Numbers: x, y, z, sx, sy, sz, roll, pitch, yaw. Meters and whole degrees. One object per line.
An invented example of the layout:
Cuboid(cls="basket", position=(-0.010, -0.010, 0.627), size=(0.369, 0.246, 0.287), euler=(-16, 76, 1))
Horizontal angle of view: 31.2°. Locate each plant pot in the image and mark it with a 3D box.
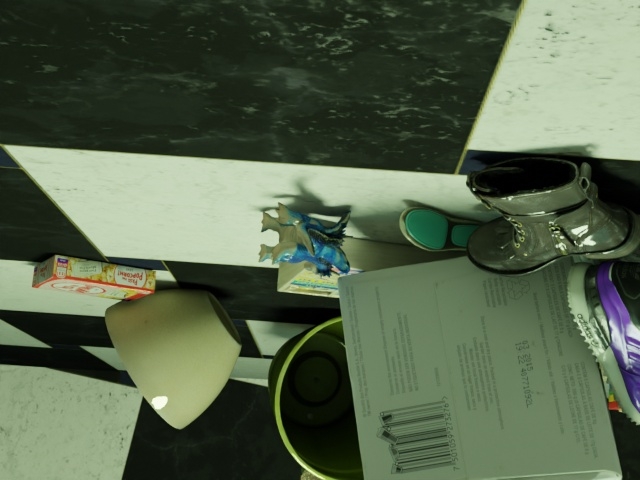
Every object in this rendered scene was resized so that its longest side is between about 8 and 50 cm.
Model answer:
Cuboid(cls="plant pot", position=(-0.271, 0.204, 2.284), size=(0.191, 0.284, 0.284), euler=(-33, 163, 2))
Cuboid(cls="plant pot", position=(0.035, 0.336, 2.588), size=(0.366, 0.366, 0.353), euler=(8, 178, -15))

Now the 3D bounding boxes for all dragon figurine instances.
Cuboid(cls="dragon figurine", position=(0.000, 0.000, 1.584), size=(0.144, 0.085, 0.289), euler=(6, 172, -15))

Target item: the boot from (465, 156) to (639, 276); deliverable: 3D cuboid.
Cuboid(cls="boot", position=(0.245, -0.038, 1.388), size=(0.263, 0.091, 0.229), euler=(-11, 155, 38))

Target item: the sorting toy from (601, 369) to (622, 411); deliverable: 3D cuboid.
Cuboid(cls="sorting toy", position=(0.728, 0.304, 2.337), size=(0.257, 0.089, 0.255), euler=(5, 167, -8))

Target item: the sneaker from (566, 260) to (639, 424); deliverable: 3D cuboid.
Cuboid(cls="sneaker", position=(0.440, 0.138, 1.473), size=(0.146, 0.102, 0.293), euler=(-13, 127, 37))

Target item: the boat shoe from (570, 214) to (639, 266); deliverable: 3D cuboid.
Cuboid(cls="boat shoe", position=(0.493, 0.025, 1.490), size=(0.320, 0.118, 0.103), euler=(11, 157, 6))

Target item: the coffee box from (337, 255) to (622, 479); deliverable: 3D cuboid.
Cuboid(cls="coffee box", position=(0.243, 0.227, 1.682), size=(0.338, 0.337, 0.334), euler=(-11, 159, 12))

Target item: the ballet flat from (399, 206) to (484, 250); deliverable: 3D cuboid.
Cuboid(cls="ballet flat", position=(0.162, -0.010, 1.572), size=(0.168, 0.057, 0.052), euler=(14, 174, -35))

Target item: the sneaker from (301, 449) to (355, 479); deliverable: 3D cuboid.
Cuboid(cls="sneaker", position=(0.049, 0.508, 2.618), size=(0.192, 0.064, 0.086), euler=(-7, -152, -1))

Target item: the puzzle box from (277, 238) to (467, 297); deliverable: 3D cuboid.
Cuboid(cls="puzzle box", position=(0.152, 0.063, 1.901), size=(0.409, 0.052, 0.272), euler=(7, 166, -11))

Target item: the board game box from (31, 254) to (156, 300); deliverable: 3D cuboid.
Cuboid(cls="board game box", position=(-0.424, 0.072, 2.138), size=(0.193, 0.045, 0.147), euler=(11, 166, -26))
